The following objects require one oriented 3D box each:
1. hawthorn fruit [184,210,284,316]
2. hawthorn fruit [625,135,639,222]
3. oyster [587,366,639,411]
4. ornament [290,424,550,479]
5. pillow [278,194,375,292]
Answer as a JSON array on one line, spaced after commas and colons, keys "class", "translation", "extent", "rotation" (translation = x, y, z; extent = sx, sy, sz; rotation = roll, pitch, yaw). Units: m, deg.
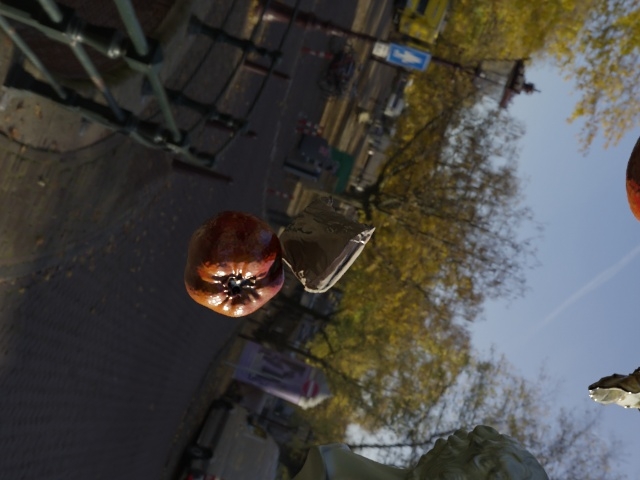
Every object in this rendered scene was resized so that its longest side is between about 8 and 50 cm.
[{"class": "hawthorn fruit", "translation": [-0.174, 0.025, 1.359], "extent": [0.243, 0.207, 0.207], "rotation": [-114, -142, -57]}, {"class": "hawthorn fruit", "translation": [0.655, -0.143, 1.104], "extent": [0.284, 0.285, 0.369], "rotation": [108, 5, -46]}, {"class": "oyster", "translation": [0.480, 0.208, 0.888], "extent": [0.214, 0.223, 0.083], "rotation": [-10, -117, 44]}, {"class": "ornament", "translation": [0.060, 0.234, 0.597], "extent": [0.130, 0.285, 0.120], "rotation": [72, 13, -60]}, {"class": "pillow", "translation": [0.000, 0.000, 1.311], "extent": [0.173, 0.067, 0.270], "rotation": [-53, -154, 4]}]
